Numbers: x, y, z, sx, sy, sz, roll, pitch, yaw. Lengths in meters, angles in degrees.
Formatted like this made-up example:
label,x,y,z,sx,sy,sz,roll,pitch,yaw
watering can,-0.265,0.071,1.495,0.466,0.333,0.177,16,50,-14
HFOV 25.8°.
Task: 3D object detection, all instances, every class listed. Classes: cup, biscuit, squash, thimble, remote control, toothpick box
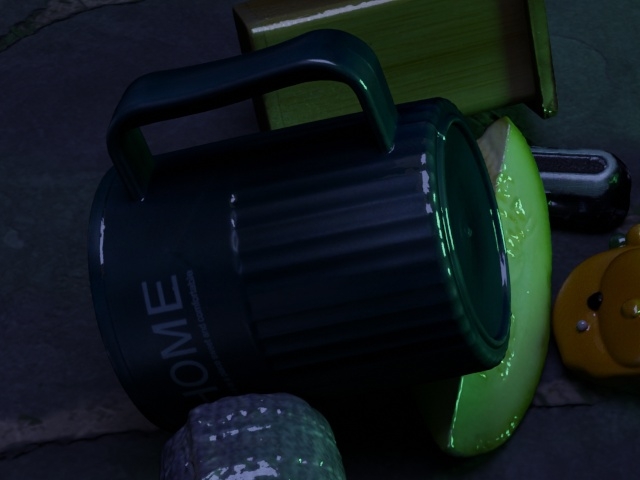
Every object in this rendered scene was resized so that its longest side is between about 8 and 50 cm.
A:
label,x,y,z,sx,sy,sz,roll,pitch,yaw
cup,-0.013,-0.010,1.158,0.292,0.307,0.242,-11,7,19
biscuit,0.289,0.053,1.264,0.170,0.050,0.170,-18,50,23
squash,0.168,0.051,1.269,0.203,0.111,0.288,-43,36,17
thimble,-0.052,0.199,1.103,0.150,0.150,0.097,-7,44,-5
remote control,0.188,-0.071,1.446,0.266,0.066,0.090,9,40,11
toothpick box,0.076,-0.206,1.496,0.308,0.187,0.190,-14,22,-5
